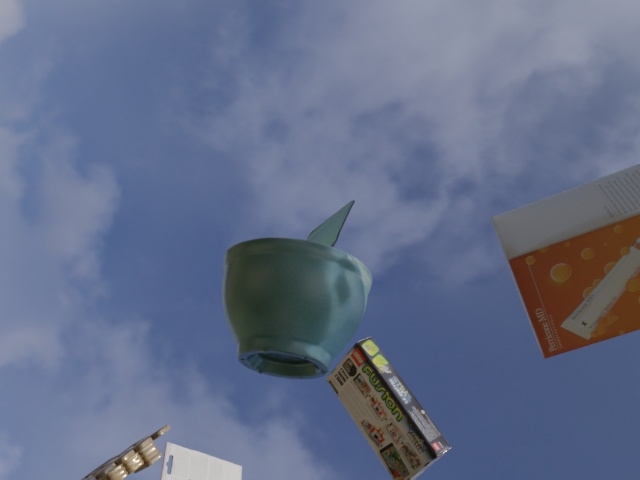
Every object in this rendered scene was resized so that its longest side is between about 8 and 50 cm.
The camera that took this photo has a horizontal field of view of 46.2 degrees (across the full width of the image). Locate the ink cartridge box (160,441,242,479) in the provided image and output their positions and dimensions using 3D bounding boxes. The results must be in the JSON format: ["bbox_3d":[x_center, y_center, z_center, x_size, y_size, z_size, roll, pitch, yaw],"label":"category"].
[{"bbox_3d":[-0.157,0.308,0.965,0.029,0.115,0.062,-44,-149,35],"label":"ink cartridge box"}]

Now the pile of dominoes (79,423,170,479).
[{"bbox_3d":[-0.326,0.354,1.028,0.196,0.251,0.040,-36,-93,44],"label":"pile of dominoes"}]

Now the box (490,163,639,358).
[{"bbox_3d":[0.497,0.022,1.266,0.345,0.168,0.215,-21,-66,13],"label":"box"}]

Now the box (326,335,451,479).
[{"bbox_3d":[0.100,0.264,1.156,0.207,0.036,0.114,54,-46,22],"label":"box"}]

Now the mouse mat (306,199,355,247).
[{"bbox_3d":[0.000,0.000,1.555,0.007,0.189,0.153,43,-53,-14],"label":"mouse mat"}]

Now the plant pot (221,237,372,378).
[{"bbox_3d":[-0.056,0.147,1.422,0.293,0.293,0.196,-13,-122,36],"label":"plant pot"}]
